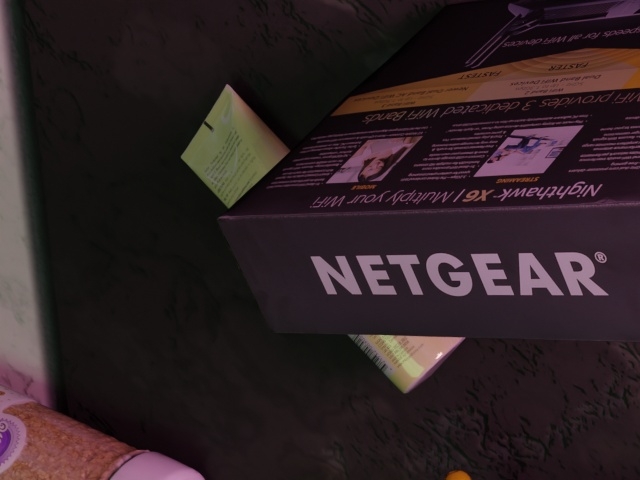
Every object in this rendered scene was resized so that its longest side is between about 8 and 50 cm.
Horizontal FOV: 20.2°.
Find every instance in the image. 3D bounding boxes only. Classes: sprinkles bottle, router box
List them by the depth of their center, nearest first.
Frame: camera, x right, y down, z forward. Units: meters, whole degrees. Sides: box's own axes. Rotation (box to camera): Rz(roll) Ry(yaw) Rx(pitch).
[{"bbox_3d":[0.136,-0.049,0.933,0.308,0.243,0.081,-1,123,43],"label":"router box"},{"bbox_3d":[-0.271,0.202,1.617,0.355,0.121,0.121,19,135,29],"label":"sprinkles bottle"}]

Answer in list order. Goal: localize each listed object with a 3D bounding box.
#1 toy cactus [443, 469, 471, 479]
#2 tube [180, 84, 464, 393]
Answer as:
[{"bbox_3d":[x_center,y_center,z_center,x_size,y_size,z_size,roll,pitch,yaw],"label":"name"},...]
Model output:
[{"bbox_3d":[0.157,0.225,1.280,0.219,0.112,0.180,15,164,-2],"label":"toy cactus"},{"bbox_3d":[0.000,0.000,1.253,0.240,0.062,0.070,45,98,7],"label":"tube"}]
